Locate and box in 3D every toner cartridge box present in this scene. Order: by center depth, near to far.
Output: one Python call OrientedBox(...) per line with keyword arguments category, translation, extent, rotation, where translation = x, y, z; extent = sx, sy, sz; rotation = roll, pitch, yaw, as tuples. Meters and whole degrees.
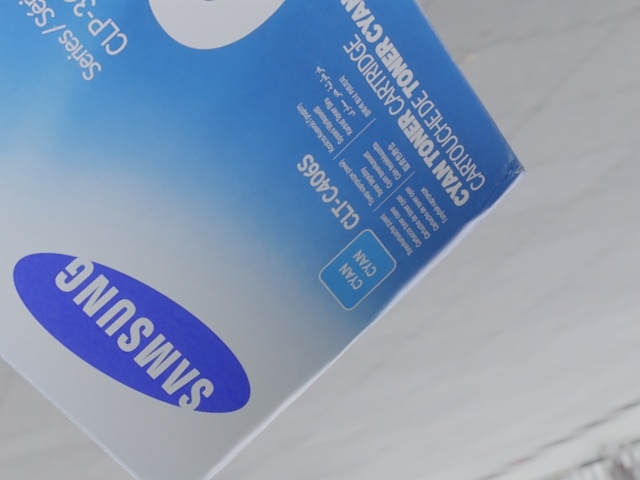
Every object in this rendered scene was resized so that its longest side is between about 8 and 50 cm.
OrientedBox(category="toner cartridge box", translation=(-0.085, -0.079, 0.521), extent=(0.165, 0.075, 0.348), rotation=(-43, 134, -3))
